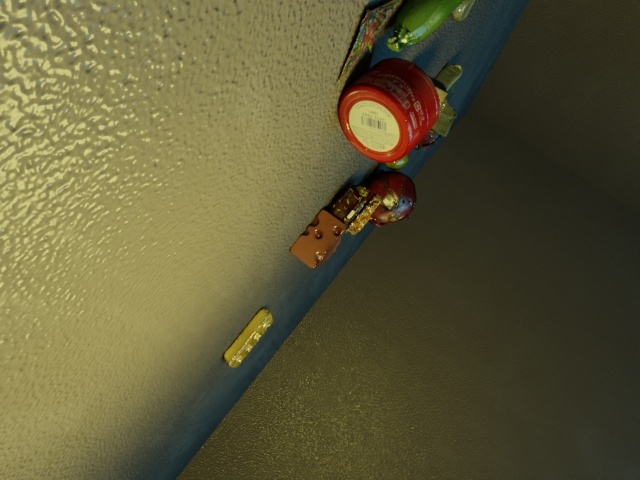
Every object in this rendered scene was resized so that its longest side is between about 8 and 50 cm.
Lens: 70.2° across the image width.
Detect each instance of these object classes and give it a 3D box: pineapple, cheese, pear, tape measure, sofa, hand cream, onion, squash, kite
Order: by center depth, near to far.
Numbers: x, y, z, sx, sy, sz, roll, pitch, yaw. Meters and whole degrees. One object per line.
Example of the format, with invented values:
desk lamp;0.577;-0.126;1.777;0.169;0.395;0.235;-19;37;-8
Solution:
kite;0.098;-0.445;0.998;0.241;0.014;0.183;-55;172;9
squash;0.279;-0.582;1.118;0.379;0.101;0.101;-48;168;-21
hand cream;0.166;-0.319;1.133;0.149;0.230;0.230;-47;168;-30
cheese;0.453;-0.755;1.474;0.192;0.037;0.097;-42;164;-50
cheese;-0.017;0.022;1.694;0.177;0.128;0.203;-46;169;-36
pineapple;0.170;-0.102;1.821;0.221;0.047;0.221;-51;-177;3
sofa;0.557;-0.616;2.005;0.225;0.176;0.210;-52;169;-9
pear;0.342;-0.370;2.059;0.131;0.107;0.107;-28;154;-51
onion;0.298;-0.198;2.073;0.276;0.276;0.276;-51;169;-13
tape measure;0.549;-0.557;2.233;0.245;0.149;0.231;-52;168;-6

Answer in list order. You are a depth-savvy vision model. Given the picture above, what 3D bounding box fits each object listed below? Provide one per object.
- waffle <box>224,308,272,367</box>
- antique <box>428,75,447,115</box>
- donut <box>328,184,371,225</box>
waffle;-0.297;0.406;1.904;0.274;0.057;0.168;-51;169;-14
antique;0.329;-0.458;1.502;0.147;0.147;0.152;-77;-169;-57
donut;0.101;-0.128;1.773;0.216;0.096;0.230;-50;-178;34
